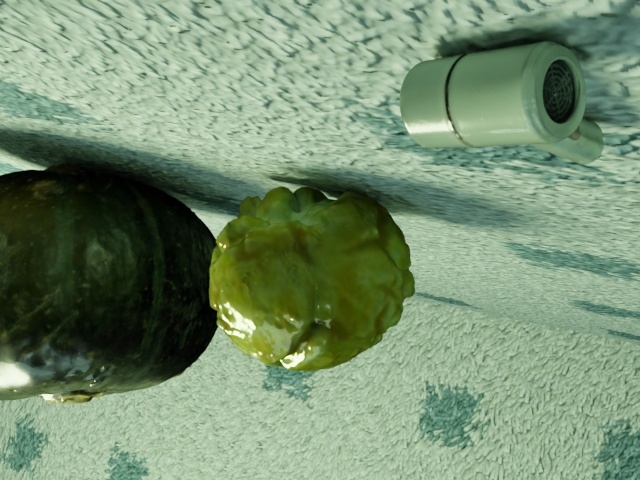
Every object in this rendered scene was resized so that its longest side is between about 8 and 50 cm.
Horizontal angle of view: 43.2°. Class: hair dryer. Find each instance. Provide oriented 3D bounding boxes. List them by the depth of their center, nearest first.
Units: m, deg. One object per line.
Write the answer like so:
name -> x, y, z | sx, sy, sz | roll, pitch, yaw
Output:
hair dryer -> 0.116, -0.063, 0.425 | 0.137, 0.047, 0.082 | 11, 176, -41

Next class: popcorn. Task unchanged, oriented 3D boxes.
popcorn -> -0.010, 0.043, 0.879 | 0.221, 0.204, 0.183 | -4, -155, -16

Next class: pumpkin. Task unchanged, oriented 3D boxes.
pumpkin -> -0.364, 0.062, 1.166 | 0.455, 0.343, 0.454 | -3, 171, 0
